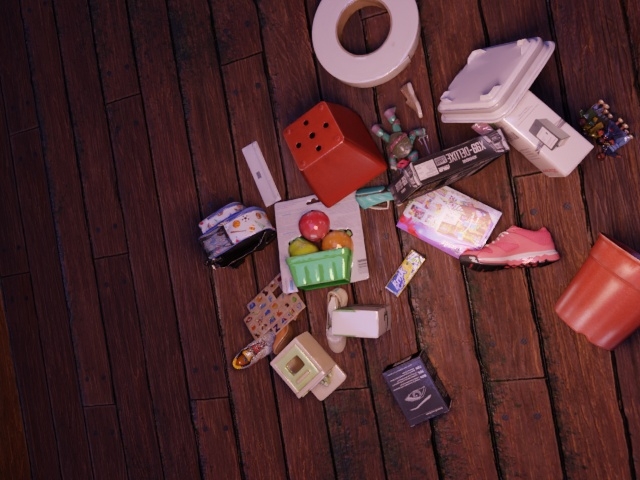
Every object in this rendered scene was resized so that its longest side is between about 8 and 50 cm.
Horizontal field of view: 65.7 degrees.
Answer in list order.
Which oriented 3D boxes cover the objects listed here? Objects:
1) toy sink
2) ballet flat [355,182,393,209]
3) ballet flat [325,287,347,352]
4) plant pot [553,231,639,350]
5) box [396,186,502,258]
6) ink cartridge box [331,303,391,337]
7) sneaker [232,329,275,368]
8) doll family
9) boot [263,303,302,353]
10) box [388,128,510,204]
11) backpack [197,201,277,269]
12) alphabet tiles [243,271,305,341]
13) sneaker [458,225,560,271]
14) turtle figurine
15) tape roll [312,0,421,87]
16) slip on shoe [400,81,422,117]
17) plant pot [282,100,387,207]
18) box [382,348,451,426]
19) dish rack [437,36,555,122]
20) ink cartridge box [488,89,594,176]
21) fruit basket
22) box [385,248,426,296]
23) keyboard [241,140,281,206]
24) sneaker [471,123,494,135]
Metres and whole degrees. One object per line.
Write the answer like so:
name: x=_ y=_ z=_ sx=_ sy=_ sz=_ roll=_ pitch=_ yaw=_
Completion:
toy sink: x=-0.045 y=0.484 z=1.843 sx=0.153 sy=0.131 sz=0.234 roll=-46 pitch=78 yaw=16
ballet flat: x=0.243 y=-0.158 z=1.739 sx=0.247 sy=0.083 sz=0.087 roll=-10 pitch=118 yaw=30
ballet flat: x=0.052 y=0.299 z=1.828 sx=0.086 sy=0.086 sz=0.249 roll=2 pitch=93 yaw=20
plant pot: x=0.854 y=0.160 z=1.451 sx=0.272 sy=0.272 sz=0.265 roll=36 pitch=111 yaw=15
box: x=0.434 y=-0.070 z=1.688 sx=0.293 sy=0.057 sz=0.201 roll=30 pitch=101 yaw=16
ink cartridge box: x=0.148 y=0.275 z=1.721 sx=0.160 sy=0.219 sz=0.093 roll=-1 pitch=89 yaw=19
sneaker: x=-0.250 y=0.434 z=1.935 sx=0.225 sy=0.092 sz=0.088 roll=-43 pitch=78 yaw=12
doll family: x=0.860 y=-0.329 z=1.517 sx=0.111 sy=0.076 sz=0.193 roll=-43 pitch=81 yaw=11
boot: x=-0.173 y=0.324 z=1.895 sx=0.152 sy=0.073 sz=0.197 roll=18 pitch=65 yaw=26
box: x=0.388 y=-0.222 z=1.540 sx=0.307 sy=0.242 sz=0.077 roll=-22 pitch=83 yaw=-11
backpack: x=-0.307 y=-0.022 z=1.869 sx=0.263 sy=0.276 sz=0.213 roll=-25 pitch=85 yaw=6
alphabet tiles: x=-0.187 y=0.264 z=1.887 sx=0.237 sy=0.009 sz=0.198 roll=-45 pitch=51 yaw=6
sneaker: x=0.597 y=0.023 z=1.598 sx=0.313 sy=0.116 sz=0.136 roll=-4 pitch=74 yaw=0
turtle figurine: x=0.283 y=-0.336 z=1.708 sx=0.175 sy=0.118 sz=0.234 roll=-41 pitch=73 yaw=17
tape roll: x=0.161 y=-0.744 z=1.755 sx=0.391 sy=0.072 sz=0.392 roll=1 pitch=92 yaw=19
slip on shoe: x=0.316 y=-0.481 z=1.718 sx=0.041 sy=0.051 sz=0.135 roll=-22 pitch=82 yaw=14
plant pot: x=0.025 y=-0.315 z=1.699 sx=0.267 sy=0.235 sz=0.267 roll=-33 pitch=64 yaw=18
box: x=0.335 y=0.509 z=1.718 sx=0.153 sy=0.108 sz=0.207 roll=-29 pitch=83 yaw=18
dish rack: x=0.504 y=-0.489 z=1.500 sx=0.072 sy=0.333 sz=0.286 roll=35 pitch=89 yaw=-23
ink cartridge box: x=0.652 y=-0.323 z=1.501 sx=0.273 sy=0.198 sz=0.115 roll=42 pitch=102 yaw=2
fruit basket: x=0.000 y=0.000 z=1.818 sx=0.326 sy=0.165 sz=0.353 roll=-12 pitch=68 yaw=13
box: x=0.301 y=0.114 z=1.745 sx=0.059 sy=0.054 sz=0.169 roll=37 pitch=103 yaw=15
keyboard: x=-0.234 y=-0.262 z=1.950 sx=0.072 sy=0.014 sz=0.256 roll=-26 pitch=83 yaw=24
sneaker: x=0.569 y=-0.399 z=1.634 sx=0.070 sy=0.051 sz=0.134 roll=44 pitch=99 yaw=-1
